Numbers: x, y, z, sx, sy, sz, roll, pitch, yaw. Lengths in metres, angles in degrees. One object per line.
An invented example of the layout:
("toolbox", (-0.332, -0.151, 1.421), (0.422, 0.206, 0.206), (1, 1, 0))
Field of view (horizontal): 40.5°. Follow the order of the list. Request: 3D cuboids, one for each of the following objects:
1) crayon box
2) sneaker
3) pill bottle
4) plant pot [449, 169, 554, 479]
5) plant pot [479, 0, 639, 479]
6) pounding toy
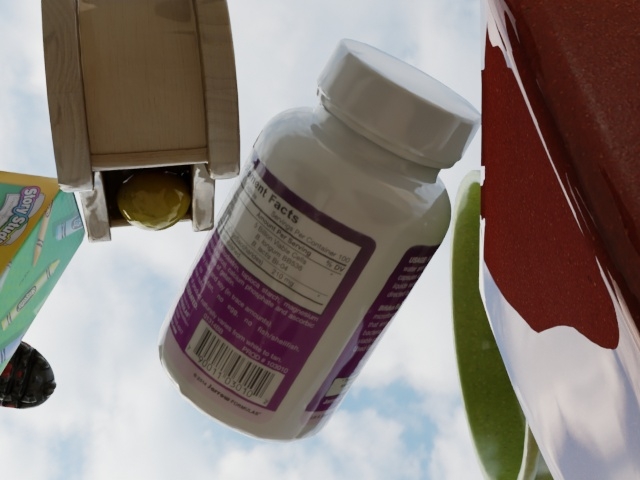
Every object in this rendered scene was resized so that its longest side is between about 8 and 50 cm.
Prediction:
("crayon box", (-0.351, 0.048, 0.789), (0.165, 0.278, 0.081), (8, -45, 11))
("sneaker", (-0.486, 0.158, 1.139), (0.276, 0.135, 0.098), (19, -115, -16))
("pill bottle", (0.000, 0.000, 0.701), (0.169, 0.169, 0.301), (33, -70, 7))
("plant pot", (0.259, 0.068, 0.727), (0.253, 0.276, 0.276), (-5, -87, -2))
("plant pot", (0.218, 0.034, 0.383), (0.267, 0.267, 0.236), (-5, -129, 6))
("pounding toy", (-0.055, -0.082, 0.435), (0.154, 0.269, 0.154), (-6, -115, -12))
